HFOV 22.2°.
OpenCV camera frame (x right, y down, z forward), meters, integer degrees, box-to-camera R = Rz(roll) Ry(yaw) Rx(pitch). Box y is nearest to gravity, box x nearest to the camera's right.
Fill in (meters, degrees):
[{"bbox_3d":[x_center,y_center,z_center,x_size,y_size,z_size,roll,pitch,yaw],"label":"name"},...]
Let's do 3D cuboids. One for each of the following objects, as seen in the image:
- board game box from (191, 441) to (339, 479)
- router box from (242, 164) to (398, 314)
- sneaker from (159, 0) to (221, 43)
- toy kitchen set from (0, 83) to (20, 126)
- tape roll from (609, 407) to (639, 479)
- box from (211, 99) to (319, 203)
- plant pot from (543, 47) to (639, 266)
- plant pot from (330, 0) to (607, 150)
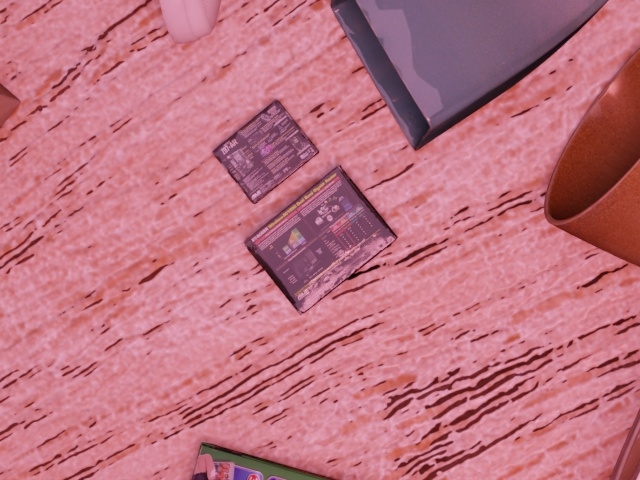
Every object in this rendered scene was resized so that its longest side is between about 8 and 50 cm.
[{"bbox_3d":[-0.053,0.374,1.548,0.213,0.046,0.317,15,85,12],"label":"board game box"},{"bbox_3d":[0.000,0.000,1.578,0.122,0.038,0.092,-38,87,3],"label":"router box"},{"bbox_3d":[-0.067,-0.333,1.552,0.169,0.108,0.292,2,89,8],"label":"sneaker"},{"bbox_3d":[-0.430,-0.113,1.572,0.166,0.122,0.207,40,92,4],"label":"toy kitchen set"},{"bbox_3d":[0.325,0.190,1.425,0.100,0.286,0.286,24,92,8],"label":"tape roll"},{"bbox_3d":[-0.054,-0.086,1.593,0.083,0.018,0.067,-40,87,3],"label":"box"},{"bbox_3d":[0.375,-0.044,1.470,0.254,0.237,0.237,34,92,-9],"label":"plant pot"},{"bbox_3d":[0.153,-0.220,1.512,0.234,0.166,0.165,-30,87,-4],"label":"plant pot"}]
